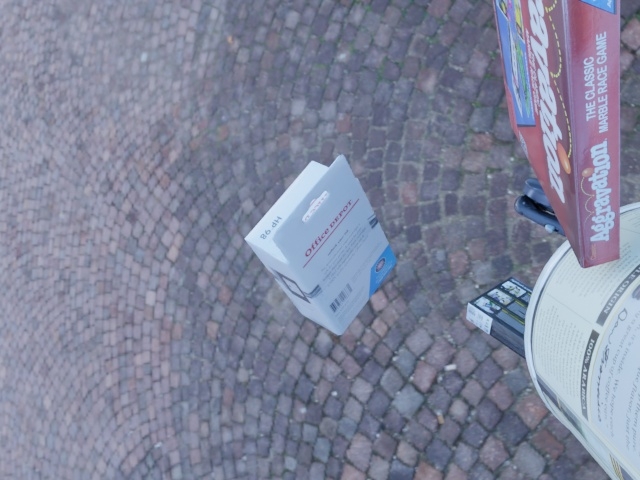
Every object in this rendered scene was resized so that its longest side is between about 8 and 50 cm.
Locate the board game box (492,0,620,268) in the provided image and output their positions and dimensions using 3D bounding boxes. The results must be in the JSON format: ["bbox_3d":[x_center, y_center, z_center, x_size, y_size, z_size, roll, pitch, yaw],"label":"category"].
[{"bbox_3d":[0.118,-0.123,0.362,0.027,0.281,0.145,-18,47,8],"label":"board game box"}]

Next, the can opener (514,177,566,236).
[{"bbox_3d":[0.376,-0.026,1.017,0.186,0.073,0.059,33,83,15],"label":"can opener"}]

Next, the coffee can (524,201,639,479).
[{"bbox_3d":[0.251,0.086,0.380,0.202,0.275,0.201,0,98,0],"label":"coffee can"}]

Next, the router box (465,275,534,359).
[{"bbox_3d":[0.389,0.152,1.305,0.179,0.133,0.046,37,141,40],"label":"router box"}]

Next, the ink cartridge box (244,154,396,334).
[{"bbox_3d":[0.000,0.000,0.656,0.060,0.180,0.104,27,70,36],"label":"ink cartridge box"}]
